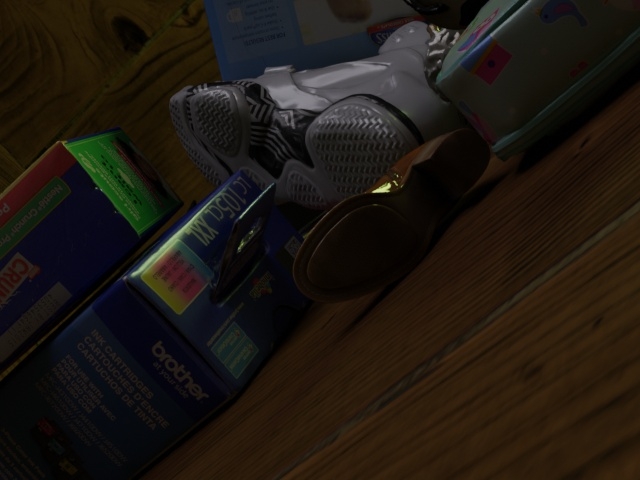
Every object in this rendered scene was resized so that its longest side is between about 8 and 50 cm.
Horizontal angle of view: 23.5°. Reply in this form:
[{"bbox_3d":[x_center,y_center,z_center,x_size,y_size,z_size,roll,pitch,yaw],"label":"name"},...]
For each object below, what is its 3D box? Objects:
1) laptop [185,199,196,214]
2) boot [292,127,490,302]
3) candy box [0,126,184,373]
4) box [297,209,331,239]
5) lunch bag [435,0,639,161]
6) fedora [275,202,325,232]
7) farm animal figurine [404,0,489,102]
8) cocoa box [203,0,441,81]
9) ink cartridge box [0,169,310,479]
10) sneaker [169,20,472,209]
[{"bbox_3d":[-0.207,0.104,1.821,0.264,0.136,0.234,-42,7,6],"label":"laptop"},{"bbox_3d":[0.045,-0.006,1.232,0.197,0.073,0.152,-37,0,-19],"label":"boot"},{"bbox_3d":[-0.280,0.024,1.486,0.268,0.122,0.317,-41,5,6],"label":"candy box"},{"bbox_3d":[0.000,0.000,1.676,0.105,0.043,0.179,-45,4,-41],"label":"box"},{"bbox_3d":[0.200,-0.178,1.214,0.224,0.108,0.279,-44,3,23],"label":"lunch bag"},{"bbox_3d":[-0.029,-0.055,1.905,0.244,0.124,0.275,-43,11,18],"label":"fedora"},{"bbox_3d":[0.207,-0.292,1.390,0.327,0.330,0.172,-32,47,1],"label":"farm animal figurine"},{"bbox_3d":[0.051,-0.319,1.762,0.347,0.231,0.228,-11,8,16],"label":"cocoa box"},{"bbox_3d":[-0.161,0.103,1.465,0.395,0.151,0.270,-38,6,30],"label":"ink cartridge box"},{"bbox_3d":[0.017,-0.134,1.641,0.366,0.137,0.210,12,39,43],"label":"sneaker"}]
